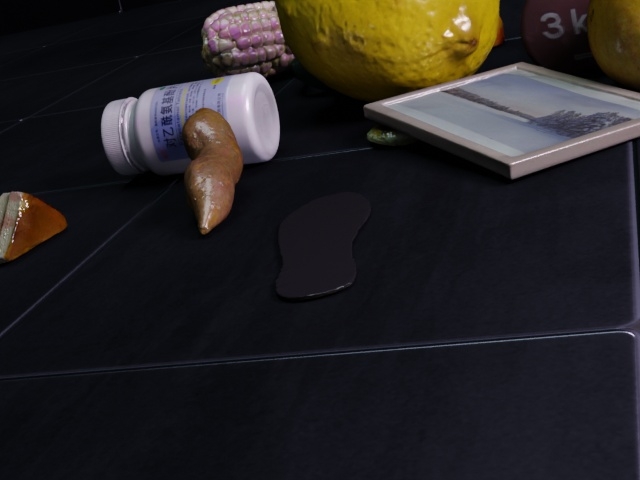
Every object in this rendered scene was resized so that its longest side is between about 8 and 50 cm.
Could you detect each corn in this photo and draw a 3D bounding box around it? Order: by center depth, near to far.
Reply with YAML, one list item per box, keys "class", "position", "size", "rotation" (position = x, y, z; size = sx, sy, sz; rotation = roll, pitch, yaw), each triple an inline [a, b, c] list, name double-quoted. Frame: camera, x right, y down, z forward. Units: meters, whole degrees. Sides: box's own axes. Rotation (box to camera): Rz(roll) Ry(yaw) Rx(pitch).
- class: "corn"
  position: [-0.027, -0.333, 1.706]
  size: [0.335, 0.127, 0.126]
  rotation: [-15, 19, -7]

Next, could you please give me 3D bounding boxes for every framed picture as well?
- class: "framed picture"
  position: [0.201, -0.132, 1.109]
  size: [0.213, 0.016, 0.289]
  rotation: [-18, 24, -19]

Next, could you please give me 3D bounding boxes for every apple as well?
- class: "apple"
  position: [0.366, -0.237, 1.125]
  size: [0.182, 0.155, 0.182]
  rotation: [-14, 19, 5]

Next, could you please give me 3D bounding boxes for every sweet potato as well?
- class: "sweet potato"
  position: [-0.108, -0.071, 1.086]
  size: [0.065, 0.051, 0.218]
  rotation: [14, 34, -18]

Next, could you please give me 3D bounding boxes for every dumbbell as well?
- class: "dumbbell"
  position: [0.332, -0.288, 1.341]
  size: [0.140, 0.124, 0.225]
  rotation: [-4, 20, 21]

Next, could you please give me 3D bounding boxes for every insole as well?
- class: "insole"
  position: [0.000, 0.000, 0.918]
  size: [0.086, 0.005, 0.253]
  rotation: [-11, 18, 8]

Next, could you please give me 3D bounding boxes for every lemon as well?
- class: "lemon"
  position: [0.082, -0.289, 1.314]
  size: [0.260, 0.261, 0.284]
  rotation: [-21, 16, -22]

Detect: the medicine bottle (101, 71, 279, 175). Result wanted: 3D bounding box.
- class: "medicine bottle"
  position: [-0.148, -0.130, 1.232]
  size: [0.186, 0.103, 0.103]
  rotation: [-6, 20, 17]

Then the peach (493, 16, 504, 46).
- class: "peach"
  position: [0.222, -0.313, 1.579]
  size: [0.098, 0.061, 0.098]
  rotation: [-5, 22, 2]

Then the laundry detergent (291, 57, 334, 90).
- class: "laundry detergent"
  position: [0.025, -0.257, 1.531]
  size: [0.144, 0.078, 0.222]
  rotation: [-9, 21, 15]

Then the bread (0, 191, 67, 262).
- class: "bread"
  position: [-0.304, -0.021, 1.090]
  size: [0.043, 0.062, 0.109]
  rotation: [-4, 18, 26]

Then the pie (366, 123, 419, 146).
- class: "pie"
  position: [0.089, -0.123, 1.186]
  size: [0.084, 0.021, 0.084]
  rotation: [-11, 19, 4]
